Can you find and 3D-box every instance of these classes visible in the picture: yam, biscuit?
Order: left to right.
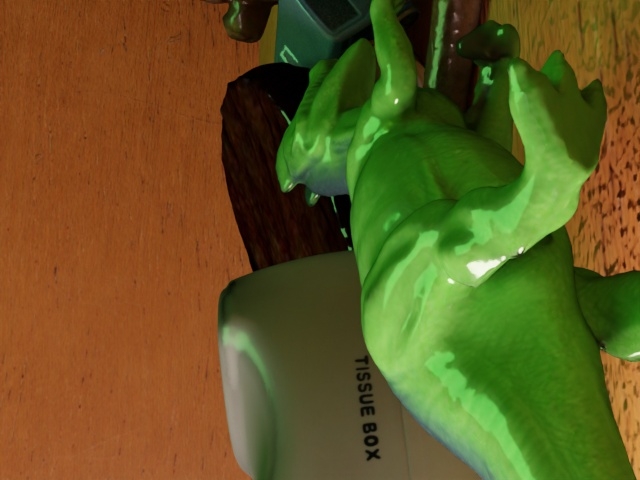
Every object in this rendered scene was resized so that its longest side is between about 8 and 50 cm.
[{"bbox_3d":[0.000,0.000,1.159,0.407,0.091,0.407,161,90,-73],"label":"biscuit"},{"bbox_3d":[0.121,-0.199,0.943,0.046,0.046,0.264,-110,23,-68],"label":"yam"}]

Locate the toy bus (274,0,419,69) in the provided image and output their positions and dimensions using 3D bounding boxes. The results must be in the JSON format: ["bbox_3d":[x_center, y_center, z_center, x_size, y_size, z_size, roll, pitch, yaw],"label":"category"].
[{"bbox_3d":[0.018,-0.230,1.190,0.116,0.133,0.234,52,165,12],"label":"toy bus"}]

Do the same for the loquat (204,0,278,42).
[{"bbox_3d":[-0.071,-0.427,1.321,0.328,0.328,0.360,-117,35,-72],"label":"loquat"}]

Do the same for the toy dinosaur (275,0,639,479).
[{"bbox_3d":[0.045,0.082,0.584,0.374,0.144,0.500,-12,66,59],"label":"toy dinosaur"}]

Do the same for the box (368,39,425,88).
[{"bbox_3d":[0.063,-0.156,1.105,0.037,0.105,0.106,-109,23,-53],"label":"box"}]

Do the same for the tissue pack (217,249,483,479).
[{"bbox_3d":[0.051,0.176,0.733,0.229,0.236,0.333,89,177,-50],"label":"tissue pack"}]
